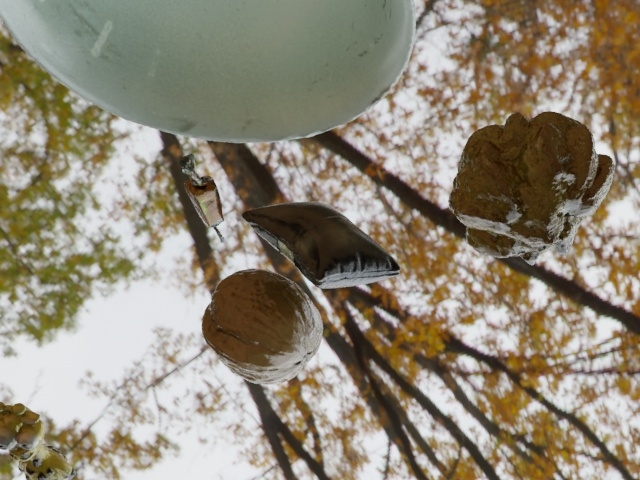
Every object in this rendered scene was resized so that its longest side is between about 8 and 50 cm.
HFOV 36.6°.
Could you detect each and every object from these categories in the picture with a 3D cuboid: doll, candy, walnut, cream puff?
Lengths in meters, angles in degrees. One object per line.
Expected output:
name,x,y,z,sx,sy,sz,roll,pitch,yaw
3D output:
doll,-0.540,0.393,1.825,0.117,0.291,0.086,0,-130,6
candy,-0.180,-0.068,1.518,0.046,0.182,0.053,-33,-130,-12
walnut,-0.111,0.159,1.806,0.228,0.228,0.228,-15,-136,14
cream puff,0.312,-0.075,1.450,0.244,0.244,0.196,4,-128,30

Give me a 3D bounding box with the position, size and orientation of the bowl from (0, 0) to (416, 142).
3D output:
bowl,-0.110,-0.304,1.010,0.435,0.435,0.196,-6,-121,22

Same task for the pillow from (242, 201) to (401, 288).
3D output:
pillow,0.000,0.000,1.691,0.186,0.106,0.250,-6,-147,-38
